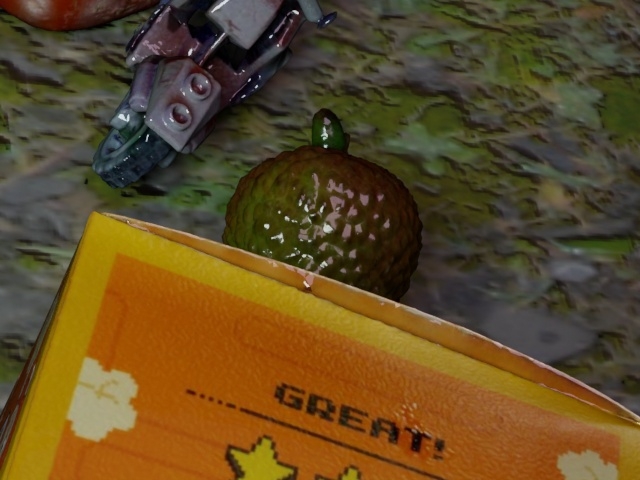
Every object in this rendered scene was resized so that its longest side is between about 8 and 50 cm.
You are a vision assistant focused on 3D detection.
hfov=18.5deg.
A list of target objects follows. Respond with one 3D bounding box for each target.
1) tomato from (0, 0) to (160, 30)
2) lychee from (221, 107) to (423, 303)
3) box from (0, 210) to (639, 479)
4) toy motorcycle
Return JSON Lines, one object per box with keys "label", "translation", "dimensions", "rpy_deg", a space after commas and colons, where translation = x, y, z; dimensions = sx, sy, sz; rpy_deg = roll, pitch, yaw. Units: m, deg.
{"label": "tomato", "translation": [-0.146, -0.221, 1.181], "dimensions": [0.166, 0.082, 0.174], "rpy_deg": [-24, 73, -33]}
{"label": "lychee", "translation": [0.000, 0.000, 1.080], "dimensions": [0.114, 0.114, 0.146], "rpy_deg": [14, 69, -15]}
{"label": "box", "translation": [-0.037, 0.174, 0.842], "dimensions": [0.259, 0.283, 0.214], "rpy_deg": [23, 51, -9]}
{"label": "toy motorcycle", "translation": [-0.054, -0.116, 1.130], "dimensions": [0.082, 0.122, 0.213], "rpy_deg": [39, 52, -14]}
